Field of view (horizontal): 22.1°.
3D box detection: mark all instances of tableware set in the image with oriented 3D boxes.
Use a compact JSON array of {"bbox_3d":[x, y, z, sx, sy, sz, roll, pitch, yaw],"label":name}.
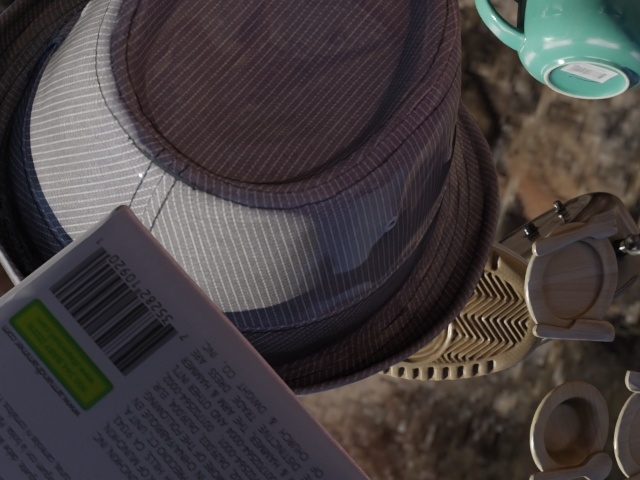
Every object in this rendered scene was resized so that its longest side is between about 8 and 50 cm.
[{"bbox_3d":[0.168,0.066,0.911,0.141,0.169,0.020,-1,-172,-33],"label":"tableware set"}]

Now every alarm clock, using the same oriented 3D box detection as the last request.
[{"bbox_3d":[0.158,0.014,1.048,0.192,0.129,0.064,-22,102,51],"label":"alarm clock"}]

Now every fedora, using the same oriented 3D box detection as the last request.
[{"bbox_3d":[-0.020,-0.066,0.697,0.243,0.275,0.124,42,141,8],"label":"fedora"}]

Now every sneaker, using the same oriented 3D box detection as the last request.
[{"bbox_3d":[0.000,0.000,0.988,0.282,0.099,0.153,9,-160,7],"label":"sneaker"}]

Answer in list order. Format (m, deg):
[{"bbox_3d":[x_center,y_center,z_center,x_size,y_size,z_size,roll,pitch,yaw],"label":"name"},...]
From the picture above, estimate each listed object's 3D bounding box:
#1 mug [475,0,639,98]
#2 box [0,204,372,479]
[{"bbox_3d":[0.222,-0.181,1.422,0.157,0.097,0.129,-2,159,25],"label":"mug"},{"bbox_3d":[-0.052,0.093,0.488,0.114,0.103,0.203,47,167,14],"label":"box"}]
